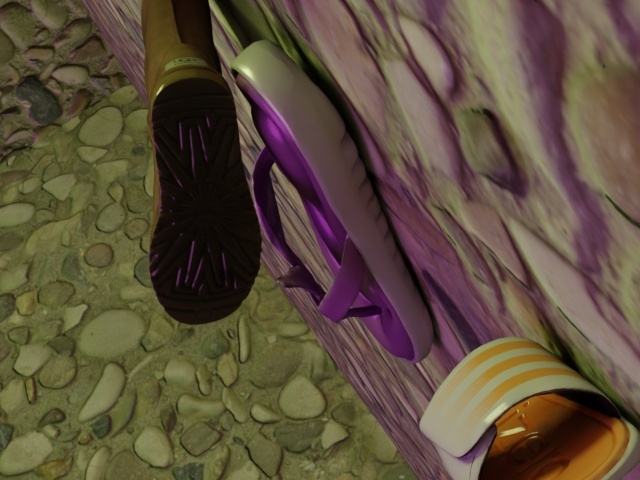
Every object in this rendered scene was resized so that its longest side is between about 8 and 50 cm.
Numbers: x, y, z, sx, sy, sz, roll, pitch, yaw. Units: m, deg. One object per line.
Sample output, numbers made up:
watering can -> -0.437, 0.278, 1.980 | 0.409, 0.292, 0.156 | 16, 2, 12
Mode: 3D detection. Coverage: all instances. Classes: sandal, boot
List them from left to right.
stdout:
boot -> -0.111, -0.094, 0.894 | 0.269, 0.089, 0.236 | -111, 22, -58
sandal -> -0.007, -0.009, 0.903 | 0.169, 0.102, 0.416 | 51, 172, 40
sandal -> 0.104, 0.103, 0.642 | 0.076, 0.102, 0.265 | 54, 176, -9
